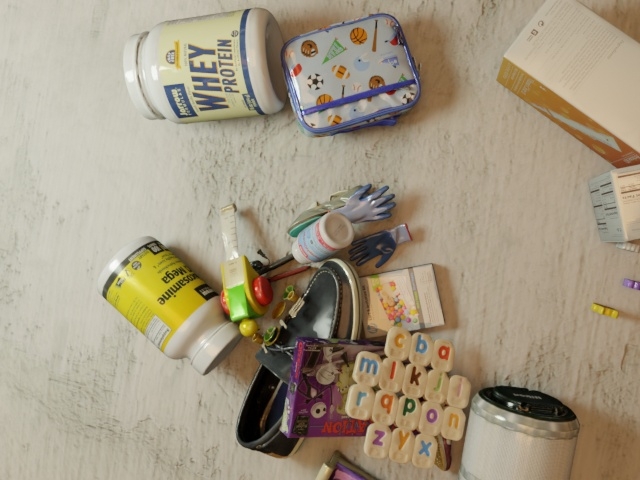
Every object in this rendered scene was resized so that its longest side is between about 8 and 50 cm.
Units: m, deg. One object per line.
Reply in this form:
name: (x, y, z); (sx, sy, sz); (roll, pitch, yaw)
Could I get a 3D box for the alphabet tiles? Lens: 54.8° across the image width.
alphabet tiles: (0.194, 0.337, 1.334); (0.284, 0.021, 0.277); (17, 76, -17)

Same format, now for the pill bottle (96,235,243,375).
pill bottle: (-0.351, 0.159, 1.475); (0.334, 0.188, 0.188); (40, 98, 8)

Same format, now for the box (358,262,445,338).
box: (0.184, 0.141, 1.442); (0.186, 0.038, 0.145); (-11, 89, 13)

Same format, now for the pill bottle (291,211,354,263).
pill bottle: (0.000, 0.000, 1.406); (0.160, 0.087, 0.087); (-34, 83, 53)

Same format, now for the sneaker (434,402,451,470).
sneaker: (0.285, 0.438, 1.412); (0.084, 0.070, 0.185); (-21, 110, -24)

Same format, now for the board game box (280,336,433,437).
board game box: (0.092, 0.325, 1.358); (0.347, 0.056, 0.208); (8, 98, -27)

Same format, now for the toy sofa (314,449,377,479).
toy sofa: (0.135, 0.650, 1.392); (0.363, 0.177, 0.150); (29, 97, 10)

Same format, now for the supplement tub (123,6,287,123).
supplement tub: (-0.256, -0.394, 1.421); (0.325, 0.235, 0.235); (-4, 90, 12)

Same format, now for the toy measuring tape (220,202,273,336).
toy measuring tape: (-0.181, 0.075, 1.462); (0.122, 0.121, 0.329); (-17, 63, 11)

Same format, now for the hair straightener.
hair straightener: (-0.141, 0.066, 1.510); (0.231, 0.047, 0.088); (-21, 84, 16)

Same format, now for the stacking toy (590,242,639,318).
stacking toy: (0.720, 0.109, 1.330); (0.221, 0.052, 0.166); (18, 96, 9)

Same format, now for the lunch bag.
lunch bag: (0.074, -0.362, 1.389); (0.304, 0.115, 0.243); (-16, 88, -4)

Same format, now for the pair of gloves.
pair of gloves: (0.118, -0.030, 1.427); (0.159, 0.023, 0.198); (-24, 110, 11)

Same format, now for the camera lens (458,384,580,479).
camera lens: (0.414, 0.461, 1.308); (0.220, 0.219, 0.274); (10, 93, 11)

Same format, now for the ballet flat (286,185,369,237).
ballet flat: (0.016, -0.071, 1.467); (0.213, 0.072, 0.068); (-21, 60, 10)

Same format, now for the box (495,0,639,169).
box: (0.557, -0.319, 1.269); (0.345, 0.215, 0.168); (39, 98, 9)

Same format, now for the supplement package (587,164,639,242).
supplement package: (0.710, -0.089, 1.246); (0.262, 0.204, 0.145); (-10, 88, 11)

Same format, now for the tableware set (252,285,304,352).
tableware set: (-0.100, 0.175, 1.404); (0.024, 0.104, 0.154); (36, 92, -25)

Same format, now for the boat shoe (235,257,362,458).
boat shoe: (-0.052, 0.272, 1.409); (0.187, 0.156, 0.499); (32, 101, 46)
